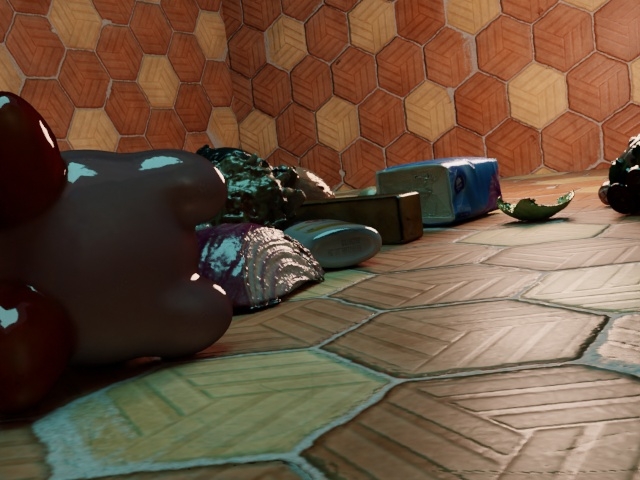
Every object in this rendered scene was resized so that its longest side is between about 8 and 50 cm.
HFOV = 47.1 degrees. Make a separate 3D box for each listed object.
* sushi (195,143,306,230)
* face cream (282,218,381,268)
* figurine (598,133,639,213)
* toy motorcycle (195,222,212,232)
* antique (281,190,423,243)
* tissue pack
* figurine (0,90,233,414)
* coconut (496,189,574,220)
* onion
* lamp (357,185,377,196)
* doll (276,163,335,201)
[{"bbox_3d":[-0.167,-0.071,1.415,0.225,0.238,0.219,28,7,-14],"label":"sushi"},{"bbox_3d":[0.000,0.000,1.298,0.144,0.070,0.291,-8,6,-14],"label":"face cream"},{"bbox_3d":[0.703,-0.150,1.538,0.370,0.167,0.281,-28,-17,-49],"label":"figurine"},{"bbox_3d":[-0.342,0.029,1.258,0.316,0.113,0.169,-20,2,-31],"label":"toy motorcycle"},{"bbox_3d":[0.051,-0.041,1.502,0.310,0.093,0.087,-2,8,34],"label":"antique"},{"bbox_3d":[0.280,-0.118,1.717,0.198,0.146,0.263,-2,8,38],"label":"tissue pack"},{"bbox_3d":[-0.242,0.015,0.725,0.211,0.269,0.261,-8,-5,42],"label":"figurine"},{"bbox_3d":[0.445,-0.070,1.528,0.158,0.055,0.133,-5,8,28],"label":"coconut"},{"bbox_3d":[-0.146,0.030,1.033,0.248,0.111,0.250,-2,9,23],"label":"onion"},{"bbox_3d":[0.115,-0.085,1.929,0.091,0.090,0.163,-11,-7,-31],"label":"lamp"},{"bbox_3d":[-0.094,-0.058,1.732,0.201,0.156,0.303,32,-34,-23],"label":"doll"}]
